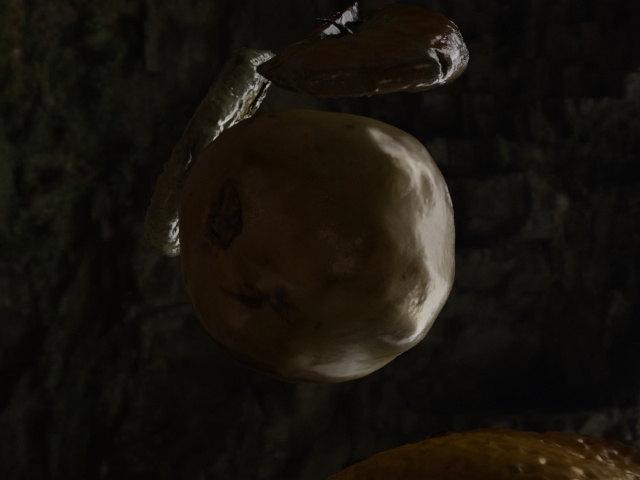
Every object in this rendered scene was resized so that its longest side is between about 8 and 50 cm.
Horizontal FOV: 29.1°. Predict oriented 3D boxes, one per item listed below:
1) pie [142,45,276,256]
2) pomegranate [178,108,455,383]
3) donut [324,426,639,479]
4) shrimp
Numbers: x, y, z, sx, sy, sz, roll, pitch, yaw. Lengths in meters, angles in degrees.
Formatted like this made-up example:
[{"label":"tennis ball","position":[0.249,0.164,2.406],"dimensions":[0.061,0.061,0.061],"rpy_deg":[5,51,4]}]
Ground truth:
[{"label":"pie","position":[-0.151,-0.124,1.668],"dimensions":[0.339,0.077,0.339],"rpy_deg":[-60,-174,11]},{"label":"pomegranate","position":[0.000,0.000,1.417],"dimensions":[0.332,0.332,0.332],"rpy_deg":[19,-68,58]},{"label":"donut","position":[0.080,0.324,0.771],"dimensions":[0.377,0.163,0.435],"rpy_deg":[12,-96,28]},{"label":"shrimp","position":[0.022,-0.112,0.717],"dimensions":[0.217,0.115,0.051],"rpy_deg":[-89,-179,-74]}]
